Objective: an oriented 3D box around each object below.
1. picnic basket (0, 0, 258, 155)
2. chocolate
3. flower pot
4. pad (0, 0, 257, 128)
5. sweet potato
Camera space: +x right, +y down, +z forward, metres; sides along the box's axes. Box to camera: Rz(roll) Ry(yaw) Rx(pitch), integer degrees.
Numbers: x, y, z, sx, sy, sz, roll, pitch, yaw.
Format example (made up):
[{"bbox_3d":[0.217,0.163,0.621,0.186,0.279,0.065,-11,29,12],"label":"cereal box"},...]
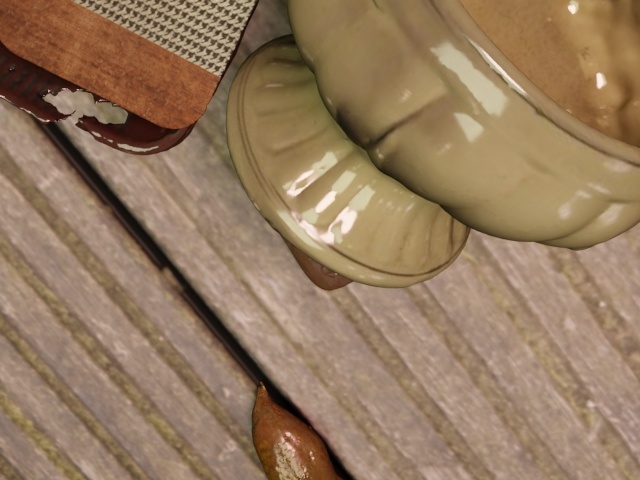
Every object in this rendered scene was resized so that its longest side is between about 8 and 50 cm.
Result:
[{"bbox_3d":[-0.133,-0.227,0.807,0.223,0.129,0.296,25,121,-4],"label":"picnic basket"},{"bbox_3d":[0.000,0.000,0.957,0.065,0.031,0.100,-30,107,19],"label":"chocolate"},{"bbox_3d":[0.088,-0.112,0.745,0.307,0.307,0.244,41,136,-11],"label":"flower pot"},{"bbox_3d":[-0.187,-0.223,0.710,0.323,0.055,0.250,17,122,-21],"label":"pad"},{"bbox_3d":[-0.008,0.237,1.067,0.068,0.068,0.226,-24,111,22],"label":"sweet potato"}]
